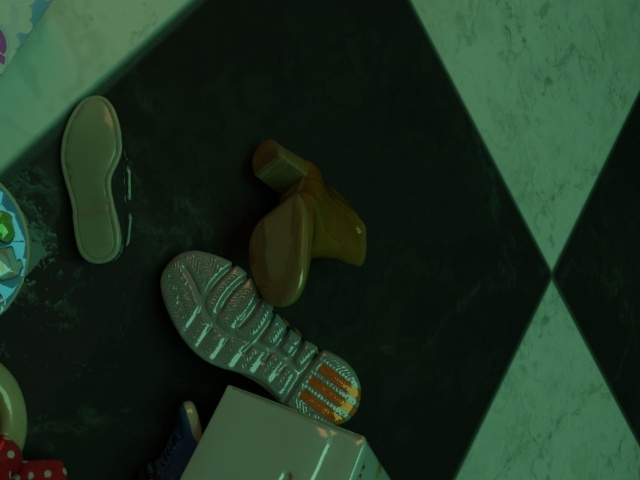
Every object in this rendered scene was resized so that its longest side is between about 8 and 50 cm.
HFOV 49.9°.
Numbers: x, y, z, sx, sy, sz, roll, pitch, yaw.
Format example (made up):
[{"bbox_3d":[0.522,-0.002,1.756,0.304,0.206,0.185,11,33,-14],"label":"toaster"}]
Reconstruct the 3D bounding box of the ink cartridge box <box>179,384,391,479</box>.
[{"bbox_3d":[-0.041,0.347,0.893,0.198,0.197,0.270,-63,155,-23],"label":"ink cartridge box"}]

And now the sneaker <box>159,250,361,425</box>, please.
[{"bbox_3d":[-0.092,0.149,0.972,0.321,0.180,0.124,42,77,2],"label":"sneaker"}]

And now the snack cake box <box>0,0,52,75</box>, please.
[{"bbox_3d":[-0.393,-0.216,0.693,0.152,0.089,0.264,38,60,-34],"label":"snack cake box"}]

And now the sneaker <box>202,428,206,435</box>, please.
[{"bbox_3d":[-0.154,0.303,0.966,0.098,0.038,0.069,-18,104,-32],"label":"sneaker"}]

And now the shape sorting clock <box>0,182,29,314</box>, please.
[{"bbox_3d":[-0.411,0.008,0.723,0.206,0.040,0.206,0,90,-43],"label":"shape sorting clock"}]

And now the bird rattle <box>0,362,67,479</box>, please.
[{"bbox_3d":[-0.371,0.214,0.708,0.253,0.143,0.207,19,60,-44],"label":"bird rattle"}]

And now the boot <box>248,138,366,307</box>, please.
[{"bbox_3d":[-0.001,0.000,0.998,0.211,0.104,0.295,34,35,-41],"label":"boot"}]

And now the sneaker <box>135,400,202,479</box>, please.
[{"bbox_3d":[-0.196,0.286,0.891,0.084,0.058,0.152,-4,104,-19],"label":"sneaker"}]

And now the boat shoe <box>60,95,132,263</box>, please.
[{"bbox_3d":[-0.272,-0.073,0.855,0.065,0.075,0.206,36,50,-85],"label":"boat shoe"}]
